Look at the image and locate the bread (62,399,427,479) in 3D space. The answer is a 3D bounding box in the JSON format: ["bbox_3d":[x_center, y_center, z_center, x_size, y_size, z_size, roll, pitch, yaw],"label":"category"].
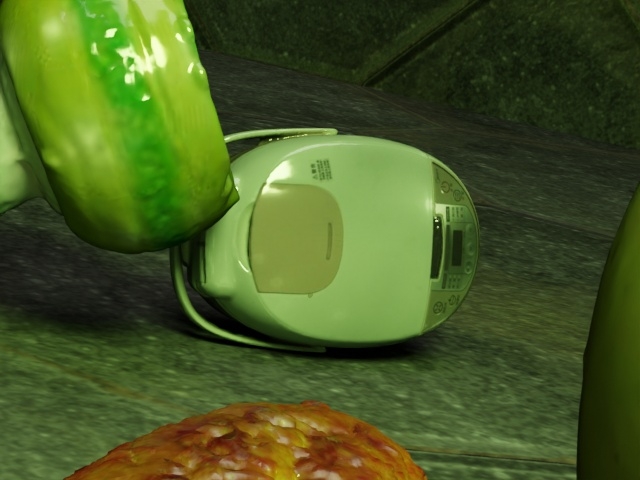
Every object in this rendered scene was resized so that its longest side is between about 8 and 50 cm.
[{"bbox_3d":[-0.057,0.115,0.586,0.139,0.095,0.269,10,11,41],"label":"bread"}]

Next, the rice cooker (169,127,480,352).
[{"bbox_3d":[0.000,0.000,1.136,0.206,0.145,0.127,3,0,-15],"label":"rice cooker"}]

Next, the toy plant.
[{"bbox_3d":[-0.217,-0.053,1.001,0.316,0.184,0.224,-18,30,-4],"label":"toy plant"}]

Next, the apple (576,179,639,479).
[{"bbox_3d":[0.234,0.079,0.393,0.357,0.357,0.357,10,10,-2],"label":"apple"}]
